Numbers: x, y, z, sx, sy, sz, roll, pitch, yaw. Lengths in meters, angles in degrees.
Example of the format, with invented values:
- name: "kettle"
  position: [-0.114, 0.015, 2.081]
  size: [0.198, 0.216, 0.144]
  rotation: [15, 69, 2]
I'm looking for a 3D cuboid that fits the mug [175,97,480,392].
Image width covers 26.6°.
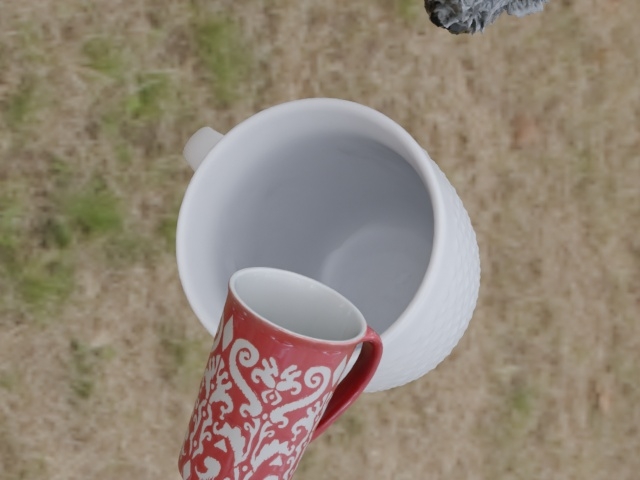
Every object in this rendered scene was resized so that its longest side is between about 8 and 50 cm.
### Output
- name: "mug"
  position: [0.000, 0.000, 1.471]
  size: [0.276, 0.374, 0.328]
  rotation: [-53, 158, 1]

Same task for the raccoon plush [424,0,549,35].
- name: "raccoon plush"
  position: [0.193, -0.376, 1.194]
  size: [0.216, 0.446, 0.299]
  rotation: [62, 3, 18]

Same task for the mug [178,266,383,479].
- name: "mug"
  position: [-0.028, 0.126, 1.080]
  size: [0.113, 0.150, 0.169]
  rotation: [-106, -145, -65]
